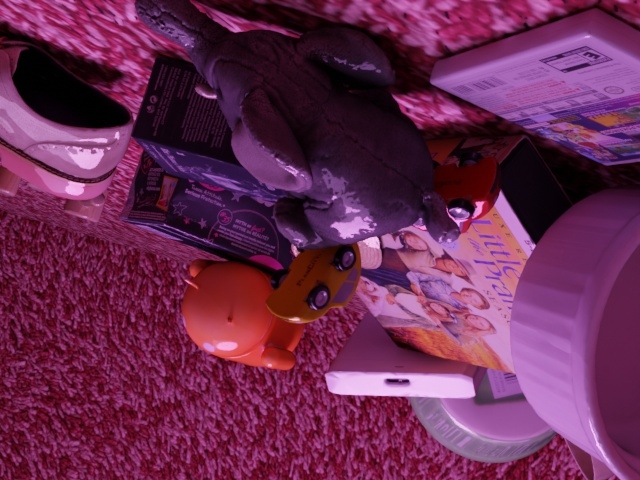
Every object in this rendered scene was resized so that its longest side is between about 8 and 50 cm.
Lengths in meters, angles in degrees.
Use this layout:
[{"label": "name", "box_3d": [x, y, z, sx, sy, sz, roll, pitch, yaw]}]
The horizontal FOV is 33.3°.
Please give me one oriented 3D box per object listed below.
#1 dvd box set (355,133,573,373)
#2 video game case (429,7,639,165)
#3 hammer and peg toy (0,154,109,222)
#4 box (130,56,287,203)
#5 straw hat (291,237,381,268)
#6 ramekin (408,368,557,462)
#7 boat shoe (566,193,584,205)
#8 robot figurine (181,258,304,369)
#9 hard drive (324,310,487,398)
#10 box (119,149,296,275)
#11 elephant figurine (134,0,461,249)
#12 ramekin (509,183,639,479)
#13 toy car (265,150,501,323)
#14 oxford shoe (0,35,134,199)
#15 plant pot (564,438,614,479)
[{"label": "dvd box set", "box_3d": [0.143, 0.024, 1.174, 0.308, 0.062, 0.420, 52, 158, -23]}, {"label": "video game case", "box_3d": [0.205, -0.104, 0.777, 0.183, 0.023, 0.201, 21, 170, -22]}, {"label": "hammer and peg toy", "box_3d": [-0.448, -0.144, 1.553, 0.361, 0.127, 0.266, 22, 169, -28]}, {"label": "box", "box_3d": [-0.097, -0.111, 1.134, 0.158, 0.093, 0.156, 15, 172, 9]}, {"label": "straw hat", "box_3d": [0.000, 0.000, 1.213, 0.144, 0.061, 0.144, 37, 157, 18]}, {"label": "ramekin", "box_3d": [0.301, 0.216, 1.807, 0.303, 0.304, 0.148, 17, 164, 3]}, {"label": "boat shoe", "box_3d": [0.194, -0.006, 1.211, 0.104, 0.089, 0.285, 22, 170, -31]}, {"label": "robot figurine", "box_3d": [-0.102, 0.096, 1.406, 0.128, 0.158, 0.219, -7, 165, 19]}, {"label": "hard drive", "box_3d": [0.156, 0.115, 1.480, 0.203, 0.040, 0.307, -2, -154, 26]}, {"label": "box", "box_3d": [-0.108, -0.049, 1.404, 0.247, 0.142, 0.163, 23, 172, -31]}, {"label": "elephant figurine", "box_3d": [-0.020, -0.103, 0.866, 0.186, 0.169, 0.239, -18, 139, 23]}, {"label": "ramekin", "box_3d": [0.303, 0.078, 0.947, 0.277, 0.277, 0.135, 22, 179, -27]}, {"label": "toy car", "box_3d": [0.042, -0.042, 0.997, 0.053, 0.239, 0.225, 48, -166, -41]}, {"label": "oxford shoe", "box_3d": [-0.393, -0.196, 1.208, 0.396, 0.141, 0.146, 25, 139, -18]}, {"label": "plant pot", "box_3d": [0.428, 0.184, 1.539, 0.190, 0.284, 0.284, -19, 168, 3]}]
